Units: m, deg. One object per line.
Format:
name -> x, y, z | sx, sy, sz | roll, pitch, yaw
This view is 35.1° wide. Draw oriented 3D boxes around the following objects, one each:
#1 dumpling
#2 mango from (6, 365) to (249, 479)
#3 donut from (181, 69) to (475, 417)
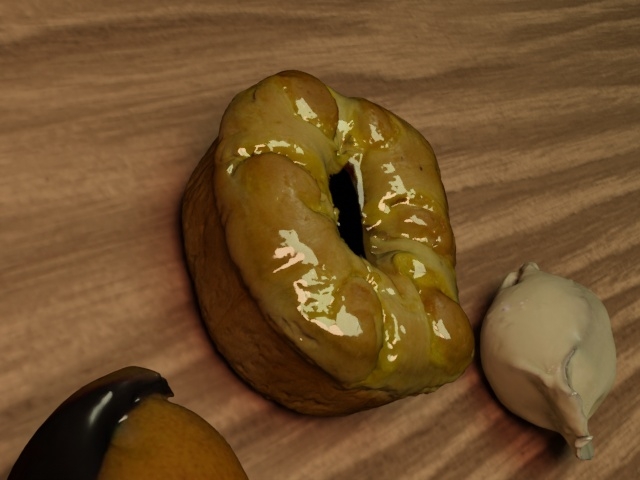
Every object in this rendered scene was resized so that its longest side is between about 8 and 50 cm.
dumpling -> 0.208, 0.110, 0.894 | 0.181, 0.111, 0.155 | -51, 131, -44
mango -> -0.066, 0.210, 0.482 | 0.201, 0.152, 0.287 | 15, 41, -30
donut -> 0.000, 0.000, 0.746 | 0.208, 0.128, 0.261 | 19, 48, -32
